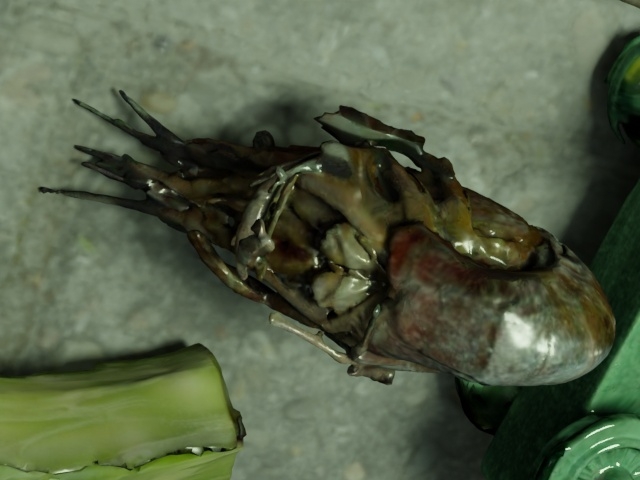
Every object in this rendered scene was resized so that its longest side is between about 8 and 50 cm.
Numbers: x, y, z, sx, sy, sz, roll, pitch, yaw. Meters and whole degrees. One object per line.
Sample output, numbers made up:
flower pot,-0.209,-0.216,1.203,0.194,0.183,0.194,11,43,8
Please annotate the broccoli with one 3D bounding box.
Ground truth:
broccoli,-0.227,0.106,1.144,0.361,0.252,0.221,-19,129,-43

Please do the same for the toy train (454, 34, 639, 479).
toy train,0.256,0.047,1.225,0.253,0.160,0.397,17,110,-27

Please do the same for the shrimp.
shrimp,0.001,0.002,1.122,0.343,0.145,0.116,20,131,9

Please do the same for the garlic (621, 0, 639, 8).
garlic,0.178,-0.208,1.119,0.124,0.099,0.174,-36,115,27
